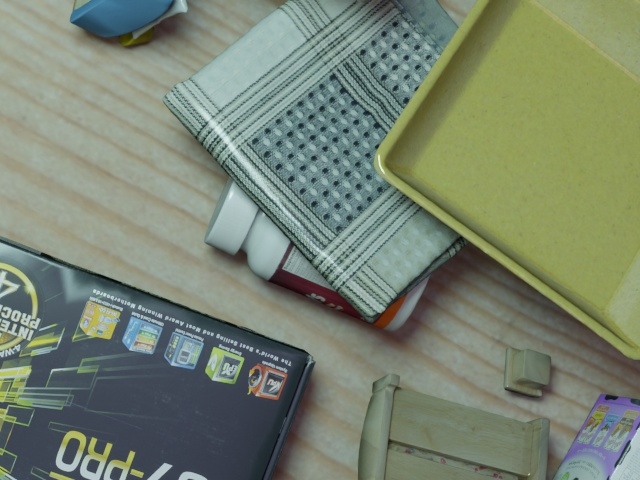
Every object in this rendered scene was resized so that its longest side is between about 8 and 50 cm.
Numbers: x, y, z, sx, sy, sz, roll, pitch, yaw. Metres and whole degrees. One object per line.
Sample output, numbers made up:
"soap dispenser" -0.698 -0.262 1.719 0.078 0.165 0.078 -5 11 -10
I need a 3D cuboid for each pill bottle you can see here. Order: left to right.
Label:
"pill bottle" 0.000 0.000 1.624 0.221 0.121 0.121 23 85 -8

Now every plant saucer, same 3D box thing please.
"plant saucer" 0.253 -0.095 1.580 0.333 0.081 0.333 36 70 -5

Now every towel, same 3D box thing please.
"towel" 0.057 -0.120 1.597 0.312 0.056 0.324 47 60 6

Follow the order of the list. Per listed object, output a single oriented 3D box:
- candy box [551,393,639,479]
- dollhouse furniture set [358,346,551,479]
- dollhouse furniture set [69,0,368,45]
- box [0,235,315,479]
"candy box" 0.299 0.264 1.644 0.070 0.165 0.196 32 84 -6
"dollhouse furniture set" 0.059 0.262 1.641 0.303 0.174 0.355 19 64 -21
"dollhouse furniture set" -0.085 -0.343 1.589 0.198 0.303 0.286 22 66 -31
"box" -0.244 0.193 1.591 0.395 0.097 0.318 22 89 -8
